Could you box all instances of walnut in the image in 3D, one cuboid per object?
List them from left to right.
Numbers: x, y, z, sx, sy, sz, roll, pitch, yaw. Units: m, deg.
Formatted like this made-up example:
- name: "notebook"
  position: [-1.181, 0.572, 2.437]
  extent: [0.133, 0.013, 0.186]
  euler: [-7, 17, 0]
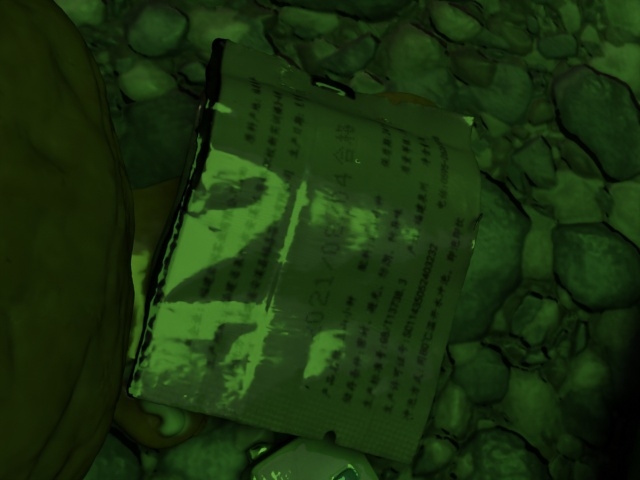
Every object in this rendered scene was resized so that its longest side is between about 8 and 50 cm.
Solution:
- name: "walnut"
  position: [-0.240, 0.020, 0.455]
  extent: [0.306, 0.306, 0.343]
  euler: [4, 64, -21]

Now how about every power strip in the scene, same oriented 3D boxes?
- name: "power strip"
  position: [0.022, 0.209, 0.641]
  extent: [0.081, 0.035, 0.192]
  euler: [-29, 87, -26]

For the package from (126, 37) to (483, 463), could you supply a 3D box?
- name: "package"
  position: [0.000, 0.000, 0.629]
  extent: [0.204, 0.062, 0.250]
  euler: [16, 71, -16]

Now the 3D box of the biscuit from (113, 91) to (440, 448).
- name: "biscuit"
  position: [-0.022, -0.017, 0.684]
  extent: [0.340, 0.047, 0.216]
  euler: [-24, 85, -25]

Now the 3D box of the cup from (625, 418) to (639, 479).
- name: "cup"
  position: [0.322, 0.167, 0.671]
  extent: [0.205, 0.205, 0.312]
  euler: [31, 60, -11]
